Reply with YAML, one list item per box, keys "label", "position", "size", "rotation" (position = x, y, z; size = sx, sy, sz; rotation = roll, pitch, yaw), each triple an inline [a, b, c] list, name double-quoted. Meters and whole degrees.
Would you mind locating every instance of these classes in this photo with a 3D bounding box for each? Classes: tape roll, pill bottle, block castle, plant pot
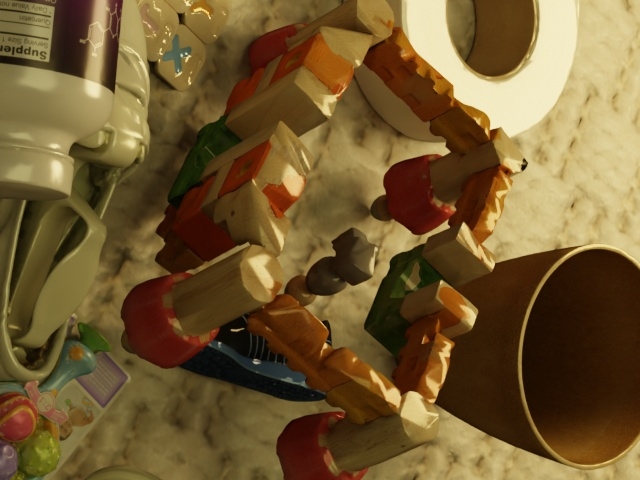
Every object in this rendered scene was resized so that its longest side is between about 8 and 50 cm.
- label: "tape roll"
  position: [0.161, -0.251, 2.148]
  size: [0.286, 0.100, 0.286]
  rotation: [-1, 91, -41]
- label: "pill bottle"
  position: [-0.257, -0.202, 1.616]
  size: [0.181, 0.181, 0.323]
  rotation: [10, 82, -40]
- label: "block castle"
  position: [0.000, 0.000, 1.903]
  size: [0.303, 0.213, 0.453]
  rotation: [43, 46, -22]
- label: "plant pot"
  position: [0.206, 0.119, 2.095]
  size: [0.237, 0.254, 0.237]
  rotation: [-1, 92, -42]

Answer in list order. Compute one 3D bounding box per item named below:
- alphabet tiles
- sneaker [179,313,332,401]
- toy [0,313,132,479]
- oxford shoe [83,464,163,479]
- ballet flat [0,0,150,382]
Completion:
- label: "alphabet tiles"
  position: [-0.157, -0.273, 1.854]
  size: [0.284, 0.021, 0.278]
  rotation: [-61, 145, -11]
- label: "sneaker"
  position: [-0.081, 0.096, 1.971]
  size: [0.232, 0.081, 0.090]
  rotation: [24, 62, -39]
- label: "toy"
  position: [-0.278, 0.176, 1.811]
  size: [0.137, 0.056, 0.237]
  rotation: [51, 60, -28]
- label: "oxford shoe"
  position: [-0.095, 0.381, 1.938]
  size: [0.449, 0.169, 0.130]
  rotation: [46, 19, -23]
- label: "ballet flat"
  position: [-0.225, -0.052, 1.740]
  size: [0.139, 0.139, 0.400]
  rotation: [19, 91, -39]
